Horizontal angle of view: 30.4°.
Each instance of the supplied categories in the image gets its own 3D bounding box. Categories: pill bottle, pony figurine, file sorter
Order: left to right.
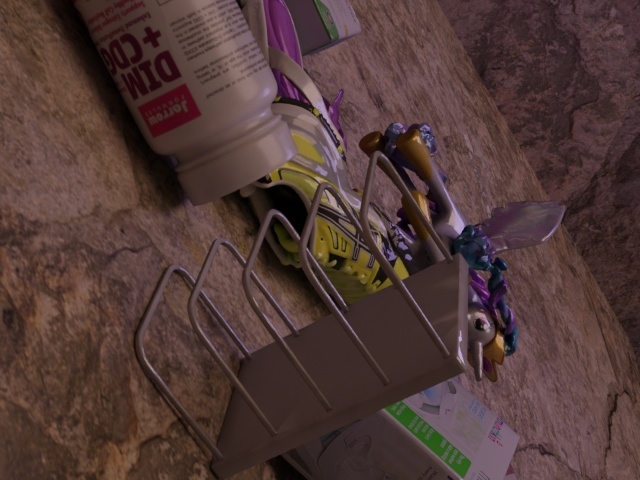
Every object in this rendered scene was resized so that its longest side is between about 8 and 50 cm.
[{"bbox_3d":[-0.145,-0.192,1.283,0.283,0.160,0.160,63,19,-10],"label":"pill bottle"},{"bbox_3d":[-0.018,0.067,1.157,0.173,0.278,0.193,54,22,-20],"label":"file sorter"},{"bbox_3d":[0.186,-0.002,1.777,0.363,0.303,0.351,54,28,-21],"label":"pony figurine"}]

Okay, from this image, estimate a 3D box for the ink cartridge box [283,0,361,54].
[{"bbox_3d":[-0.021,-0.391,1.946,0.154,0.093,0.212,65,21,-6],"label":"ink cartridge box"}]

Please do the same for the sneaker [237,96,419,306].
[{"bbox_3d":[0.000,0.000,1.537,0.384,0.145,0.147,53,44,-28],"label":"sneaker"}]

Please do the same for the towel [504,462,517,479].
[{"bbox_3d":[0.312,0.487,1.901,0.237,0.037,0.329,19,52,-68],"label":"towel"}]

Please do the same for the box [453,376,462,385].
[{"bbox_3d":[0.164,0.237,1.739,0.137,0.072,0.126,59,21,-22],"label":"box"}]

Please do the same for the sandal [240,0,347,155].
[{"bbox_3d":[-0.022,-0.213,1.719,0.169,0.102,0.416,18,51,-65],"label":"sandal"}]

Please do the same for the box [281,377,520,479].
[{"bbox_3d":[0.091,0.230,1.351,0.231,0.127,0.262,41,16,8],"label":"box"}]
